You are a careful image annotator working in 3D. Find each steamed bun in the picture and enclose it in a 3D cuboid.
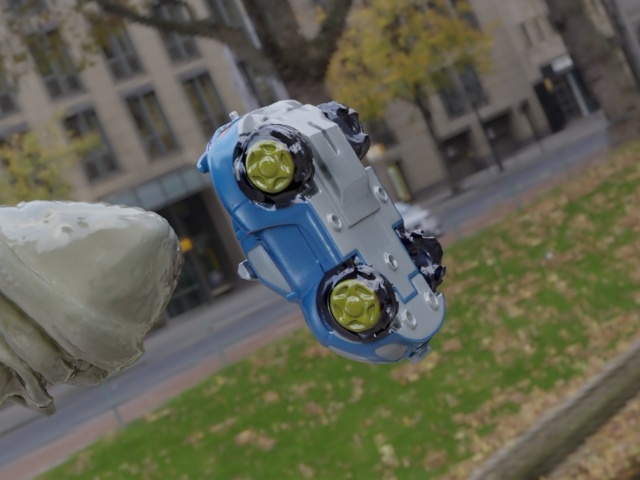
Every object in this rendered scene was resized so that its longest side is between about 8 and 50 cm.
[{"bbox_3d":[-0.321,0.086,1.496,0.324,0.219,0.310,6,-15,-26],"label":"steamed bun"}]

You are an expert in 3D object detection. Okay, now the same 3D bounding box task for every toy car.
[{"bbox_3d":[0.000,0.000,1.471,0.166,0.314,0.198,-32,1,29],"label":"toy car"}]
